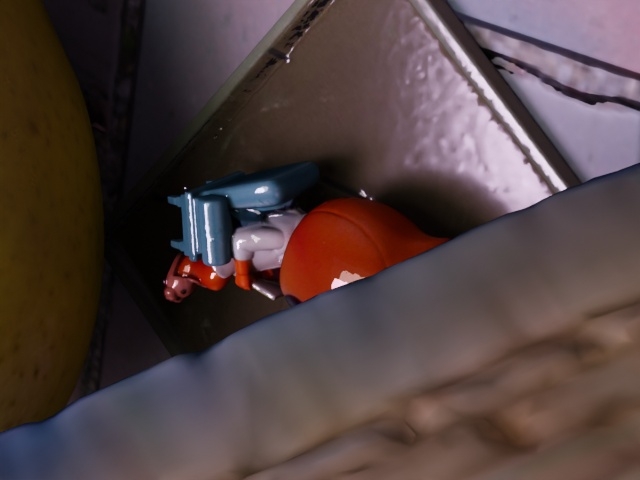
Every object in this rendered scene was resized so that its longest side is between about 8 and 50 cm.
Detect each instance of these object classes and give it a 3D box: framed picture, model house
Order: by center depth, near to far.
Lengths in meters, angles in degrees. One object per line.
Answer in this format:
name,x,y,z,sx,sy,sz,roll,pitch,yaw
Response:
model house,0.075,0.211,0.453,0.445,0.395,0.400,66,172,-23
framed picture,0.001,0.000,0.654,0.265,0.018,0.192,-43,76,37

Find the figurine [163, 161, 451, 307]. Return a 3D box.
figurine,-0.005,0.005,0.610,0.140,0.068,0.075,11,107,28

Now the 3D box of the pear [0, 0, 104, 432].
pear,-0.282,-0.011,0.649,0.362,0.362,0.418,-3,68,39
